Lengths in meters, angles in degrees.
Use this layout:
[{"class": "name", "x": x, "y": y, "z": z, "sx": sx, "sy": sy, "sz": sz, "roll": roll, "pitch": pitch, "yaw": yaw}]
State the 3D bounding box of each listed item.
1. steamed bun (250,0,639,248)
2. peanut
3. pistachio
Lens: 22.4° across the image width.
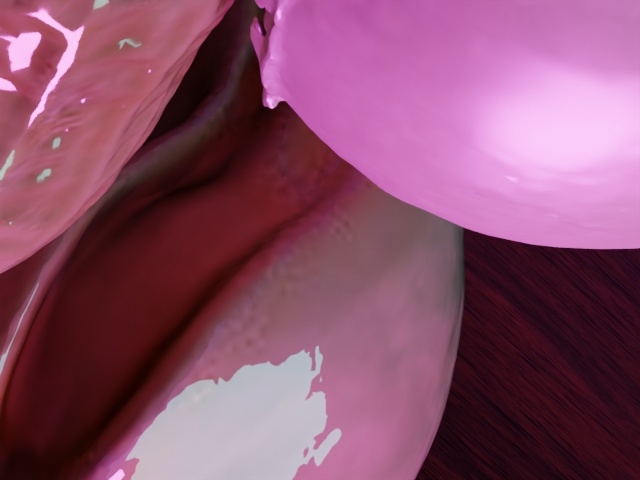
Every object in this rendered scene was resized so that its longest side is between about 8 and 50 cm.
[{"class": "steamed bun", "x": 0.139, "y": -0.165, "z": 0.499, "sx": 0.374, "sy": 0.241, "sz": 0.374, "roll": -160, "pitch": -90, "yaw": -90}, {"class": "peanut", "x": -0.076, "y": -0.091, "z": 0.469, "sx": 0.233, "sy": 0.110, "sz": 0.196, "roll": -51, "pitch": -179, "yaw": 36}, {"class": "pistachio", "x": -0.083, "y": 0.062, "z": 0.800, "sx": 0.445, "sy": 0.281, "sz": 0.365, "roll": -62, "pitch": 175, "yaw": -13}]
